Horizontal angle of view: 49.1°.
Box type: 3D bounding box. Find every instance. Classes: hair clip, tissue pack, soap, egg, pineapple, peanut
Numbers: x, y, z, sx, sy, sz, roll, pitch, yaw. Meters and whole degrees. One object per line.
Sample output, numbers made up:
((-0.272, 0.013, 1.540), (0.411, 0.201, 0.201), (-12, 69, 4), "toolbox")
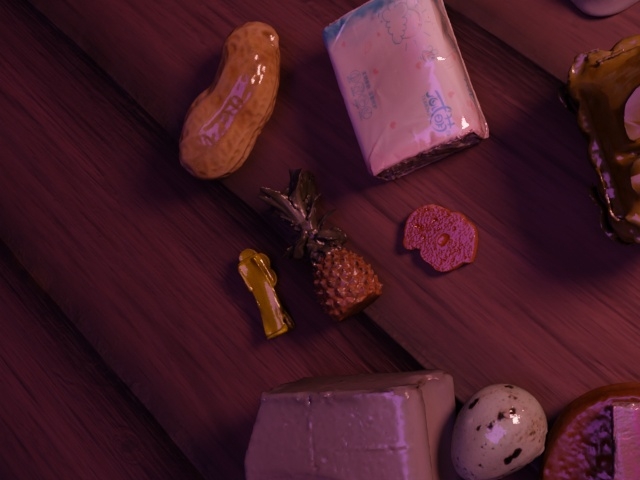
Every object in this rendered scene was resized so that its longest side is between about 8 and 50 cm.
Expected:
((-0.103, 0.095, 1.308), (0.072, 0.046, 0.173), (-31, 78, 22), "hair clip")
((0.134, -0.256, 1.135), (0.201, 0.124, 0.271), (-22, 81, 30), "tissue pack")
((0.054, 0.437, 1.140), (0.350, 0.213, 0.435), (-5, 88, 29), "soap")
((0.268, 0.297, 1.063), (0.131, 0.131, 0.164), (33, 96, 24), "egg")
((0.000, 0.000, 1.216), (0.277, 0.119, 0.130), (56, 132, 18), "pineapple")
((-0.161, -0.252, 1.286), (0.147, 0.147, 0.306), (39, 107, 22), "peanut")

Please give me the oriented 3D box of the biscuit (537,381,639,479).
((0.478, 0.408, 0.990), (0.350, 0.070, 0.394), (16, 99, 25), "biscuit")

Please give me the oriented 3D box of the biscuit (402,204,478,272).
((0.199, -0.005, 1.160), (0.130, 0.019, 0.102), (30, 104, 25), "biscuit")

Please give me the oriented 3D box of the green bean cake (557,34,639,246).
((0.488, -0.150, 0.901), (0.310, 0.202, 0.285), (-21, 83, 27), "green bean cake")

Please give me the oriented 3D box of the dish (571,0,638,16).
((0.416, -0.446, 1.002), (0.229, 0.081, 0.230), (1, 92, 28), "dish")

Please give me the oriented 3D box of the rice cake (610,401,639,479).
((0.421, 0.322, 0.955), (0.047, 0.036, 0.207), (-2, 90, 22), "rice cake")
